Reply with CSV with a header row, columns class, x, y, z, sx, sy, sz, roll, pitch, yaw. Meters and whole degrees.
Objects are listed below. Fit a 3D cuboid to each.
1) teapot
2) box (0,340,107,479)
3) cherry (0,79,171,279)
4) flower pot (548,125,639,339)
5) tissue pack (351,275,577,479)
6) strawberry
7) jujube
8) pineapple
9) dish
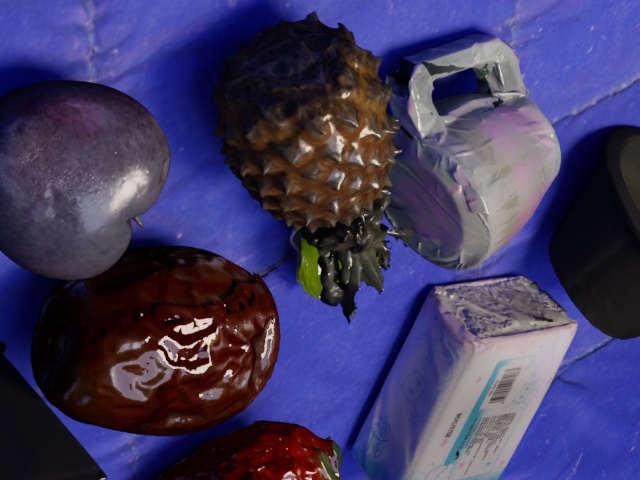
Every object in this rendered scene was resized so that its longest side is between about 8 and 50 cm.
class,x,y,z,sx,sy,sz,roll,pitch,yaw
teapot,0.146,-0.099,1.852,0.178,0.222,0.163,-35,-175,-33
box,-0.397,0.261,1.544,0.345,0.204,0.251,-9,132,-43
cherry,-0.215,-0.052,1.480,0.176,0.140,0.176,-10,116,-20
flower pot,0.385,0.011,2.152,0.166,0.269,0.269,-39,154,33
tissue pack,0.172,0.184,2.168,0.201,0.124,0.271,-8,132,-45
strawberry,-0.089,0.340,1.959,0.276,0.257,0.257,-19,149,14
jujube,-0.152,0.094,1.680,0.243,0.183,0.183,1,125,-39
pineapple,0.002,-0.053,1.690,0.175,0.175,0.361,-35,146,-17
dish,0.000,0.000,1.861,0.091,0.039,0.137,-37,143,-2
